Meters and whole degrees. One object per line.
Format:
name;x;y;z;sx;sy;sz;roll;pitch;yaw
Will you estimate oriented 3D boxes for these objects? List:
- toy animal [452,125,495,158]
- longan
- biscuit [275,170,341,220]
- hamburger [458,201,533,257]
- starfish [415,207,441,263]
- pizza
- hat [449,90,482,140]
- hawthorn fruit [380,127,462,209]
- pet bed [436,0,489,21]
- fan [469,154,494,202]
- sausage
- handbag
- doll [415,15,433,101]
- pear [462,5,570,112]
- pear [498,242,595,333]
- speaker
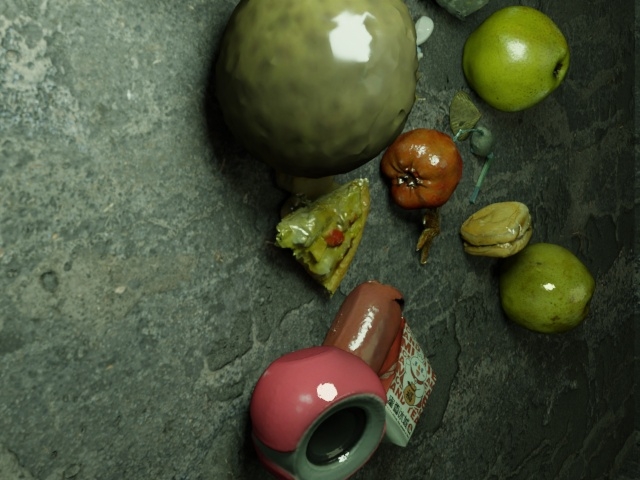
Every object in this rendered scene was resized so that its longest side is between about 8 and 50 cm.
toy animal;0.457;-0.294;2.021;0.253;0.070;0.079;10;95;-62
longan;-0.001;-0.306;1.280;0.391;0.391;0.390;-8;101;-49
biscuit;-0.018;-0.118;1.531;0.208;0.047;0.164;-24;116;-47
hamburger;0.523;-0.032;2.060;0.214;0.214;0.108;-38;121;-40
starfish;0.295;-0.042;1.866;0.227;0.043;0.240;-36;134;-69
pizza;0.000;0.000;1.490;0.288;0.075;0.279;-5;113;-54
hat;0.436;-0.361;2.017;0.146;0.067;0.145;-8;101;-48
hawthorn fruit;0.270;-0.195;1.758;0.243;0.208;0.207;-41;124;-45
pet bed;0.329;-0.679;1.799;0.211;0.159;0.183;13;58;-51
fan;0.499;-0.191;2.150;0.038;0.016;0.193;51;57;-42
sausage;0.102;0.216;1.636;0.152;0.152;0.279;54;55;-38
handbag;0.182;0.345;1.746;0.171;0.151;0.298;57;50;-30
doll;0.174;-0.432;1.668;0.252;0.111;0.237;-3;96;-40
pear;0.547;-0.505;1.959;0.294;0.294;0.294;-8;101;-49
pear;0.736;0.161;2.265;0.304;0.304;0.303;-8;101;-49
speaker;-0.005;0.368;1.440;0.294;0.294;0.294;-8;101;-49
